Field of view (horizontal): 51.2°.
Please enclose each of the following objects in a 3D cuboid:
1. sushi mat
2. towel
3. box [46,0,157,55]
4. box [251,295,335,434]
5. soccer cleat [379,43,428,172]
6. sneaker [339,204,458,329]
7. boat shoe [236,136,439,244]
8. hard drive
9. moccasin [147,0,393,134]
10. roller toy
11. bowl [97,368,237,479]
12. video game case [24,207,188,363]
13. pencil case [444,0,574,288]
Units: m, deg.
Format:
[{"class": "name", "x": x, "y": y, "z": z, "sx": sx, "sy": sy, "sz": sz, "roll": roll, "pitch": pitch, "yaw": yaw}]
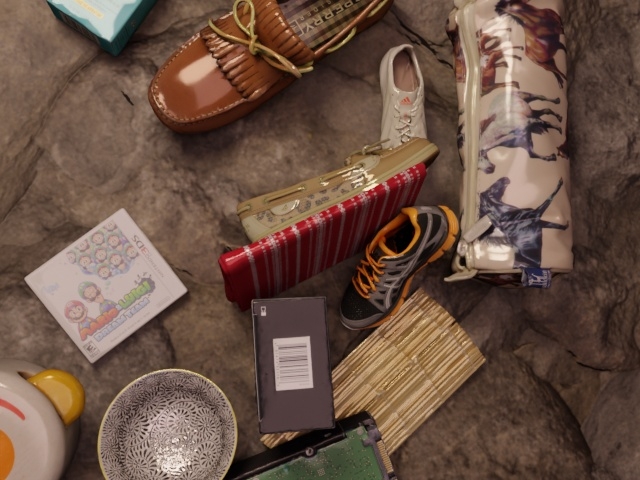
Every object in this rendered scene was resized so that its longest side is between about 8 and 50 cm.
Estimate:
[{"class": "sushi mat", "x": 0.081, "y": 0.222, "z": 0.946, "sx": 0.316, "sy": 0.019, "sz": 0.151, "roll": -42, "pitch": 95, "yaw": -9}, {"class": "towel", "x": 0.000, "y": 0.000, "z": 0.859, "sx": 0.275, "sy": 0.199, "sz": 0.031, "roll": -26, "pitch": 74, "yaw": -11}, {"class": "box", "x": -0.250, "y": -0.379, "z": 0.898, "sx": 0.101, "sy": 0.060, "sz": 0.244, "roll": 33, "pitch": 82, "yaw": -7}, {"class": "box", "x": -0.036, "y": 0.154, "z": 0.847, "sx": 0.093, "sy": 0.158, "sz": 0.155, "roll": -3, "pitch": 81, "yaw": -4}, {"class": "soccer cleat", "x": 0.119, "y": -0.179, "z": 0.946, "sx": 0.068, "sy": 0.076, "sz": 0.196, "roll": -8, "pitch": 89, "yaw": -11}, {"class": "sneaker", "x": 0.086, "y": 0.031, "z": 0.891, "sx": 0.083, "sy": 0.084, "sz": 0.215, "roll": 15, "pitch": 118, "yaw": -47}, {"class": "boat shoe", "x": 0.023, "y": -0.074, "z": 0.900, "sx": 0.285, "sy": 0.104, "sz": 0.089, "roll": -28, "pitch": 80, "yaw": -1}, {"class": "hard drive", "x": -0.049, "y": 0.396, "z": 0.879, "sx": 0.339, "sy": 0.064, "sz": 0.236, "roll": -21, "pitch": 94, "yaw": -6}, {"class": "moccasin", "x": -0.055, "y": -0.267, "z": 0.883, "sx": 0.380, "sy": 0.147, "sz": 0.139, "roll": -28, "pitch": 92, "yaw": -11}, {"class": "roller toy", "x": -0.392, "y": 0.243, "z": 0.794, "sx": 0.209, "sy": 0.146, "sz": 0.191, "roll": 5, "pitch": 86, "yaw": -10}, {"class": "bowl", "x": -0.189, "y": 0.256, "z": 0.855, "sx": 0.170, "sy": 0.080, "sz": 0.170, "roll": 1, "pitch": 68, "yaw": -3}, {"class": "video game case", "x": -0.283, "y": 0.059, "z": 0.889, "sx": 0.157, "sy": 0.019, "sz": 0.143, "roll": -38, "pitch": 94, "yaw": -10}, {"class": "pencil case", "x": 0.256, "y": -0.138, "z": 0.922, "sx": 0.184, "sy": 0.160, "sz": 0.410, "roll": 1, "pitch": 87, "yaw": -43}]
